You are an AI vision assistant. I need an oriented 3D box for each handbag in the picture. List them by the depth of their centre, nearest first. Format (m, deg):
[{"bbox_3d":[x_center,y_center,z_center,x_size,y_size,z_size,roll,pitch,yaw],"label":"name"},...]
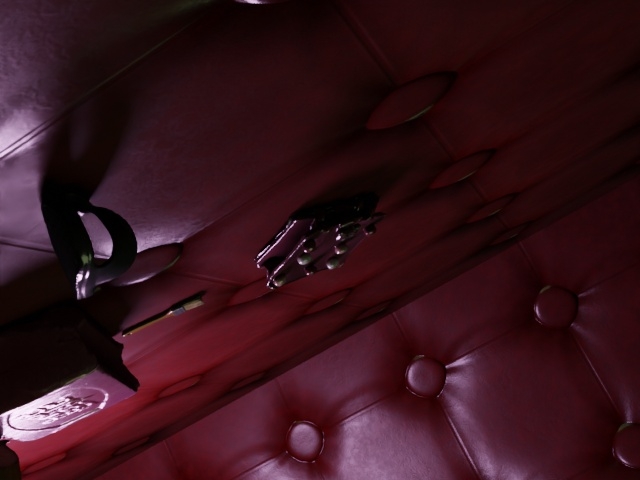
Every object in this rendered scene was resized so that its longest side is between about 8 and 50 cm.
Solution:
[{"bbox_3d":[0.001,0.003,1.598,0.203,0.074,0.216,-16,161,-38],"label":"handbag"}]

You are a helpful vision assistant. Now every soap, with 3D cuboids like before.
[{"bbox_3d":[-0.465,0.235,1.471,0.232,0.128,0.359,-25,166,-8],"label":"soap"}]

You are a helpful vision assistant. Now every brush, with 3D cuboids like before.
[{"bbox_3d":[-0.308,0.150,1.671,0.169,0.014,0.043,-25,163,-7],"label":"brush"}]

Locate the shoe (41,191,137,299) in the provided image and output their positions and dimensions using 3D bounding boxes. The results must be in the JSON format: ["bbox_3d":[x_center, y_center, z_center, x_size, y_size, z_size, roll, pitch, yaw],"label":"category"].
[{"bbox_3d":[-0.279,0.001,1.057,0.093,0.108,0.241,-23,172,-20],"label":"shoe"}]

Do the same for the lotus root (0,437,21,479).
[{"bbox_3d":[-0.683,0.404,1.408,0.374,0.111,0.390,-7,-176,-1],"label":"lotus root"}]
